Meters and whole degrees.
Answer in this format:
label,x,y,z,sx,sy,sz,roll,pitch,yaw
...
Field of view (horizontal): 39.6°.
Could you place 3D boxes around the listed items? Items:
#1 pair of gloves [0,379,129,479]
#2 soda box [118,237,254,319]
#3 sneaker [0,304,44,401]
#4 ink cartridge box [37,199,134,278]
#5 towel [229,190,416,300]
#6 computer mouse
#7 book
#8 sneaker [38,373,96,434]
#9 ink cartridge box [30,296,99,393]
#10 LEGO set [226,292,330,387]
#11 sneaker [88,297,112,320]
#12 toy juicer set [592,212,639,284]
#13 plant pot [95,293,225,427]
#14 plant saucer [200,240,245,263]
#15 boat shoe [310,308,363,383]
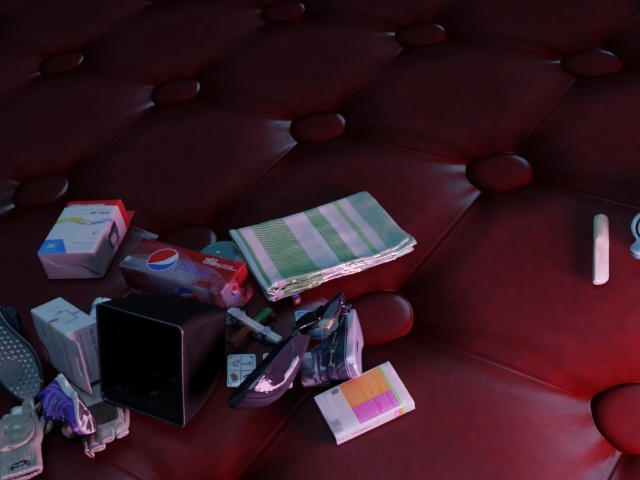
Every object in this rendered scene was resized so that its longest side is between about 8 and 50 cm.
label,x,y,z,sx,sy,sz,roll,pitch,yaw
pair of gloves,-0.457,0.328,1.556,0.240,0.042,0.204,-20,33,-20
soda box,-0.269,0.076,1.783,0.263,0.084,0.092,13,47,27
sneaker,-0.592,0.210,1.708,0.086,0.163,0.226,-34,84,-11
ink cartridge box,-0.513,-0.019,1.967,0.134,0.078,0.231,-2,39,12
towel,0.000,0.000,1.816,0.324,0.038,0.248,-18,37,-17
computer mouse,-0.037,0.193,1.494,0.184,0.060,0.262,-37,7,46
book,0.073,0.274,1.495,0.144,0.035,0.096,-22,42,-11
sneaker,-0.438,0.294,1.524,0.071,0.068,0.170,-36,30,-19
ink cartridge box,-0.451,0.192,1.633,0.067,0.115,0.198,-25,29,-33
LEGO set,-0.083,0.190,1.646,0.182,0.060,0.244,-1,40,-6
sneaker,-0.377,0.165,1.727,0.190,0.071,0.083,-1,46,27
toy juicer set,0.641,-0.038,1.679,0.328,0.090,0.209,-12,39,1
plant pot,-0.266,0.188,1.567,0.187,0.188,0.167,12,22,27
plant saucer,-0.212,0.037,1.865,0.119,0.021,0.119,-7,39,6
boat shoe,0.028,0.184,1.575,0.083,0.065,0.183,-13,24,10
